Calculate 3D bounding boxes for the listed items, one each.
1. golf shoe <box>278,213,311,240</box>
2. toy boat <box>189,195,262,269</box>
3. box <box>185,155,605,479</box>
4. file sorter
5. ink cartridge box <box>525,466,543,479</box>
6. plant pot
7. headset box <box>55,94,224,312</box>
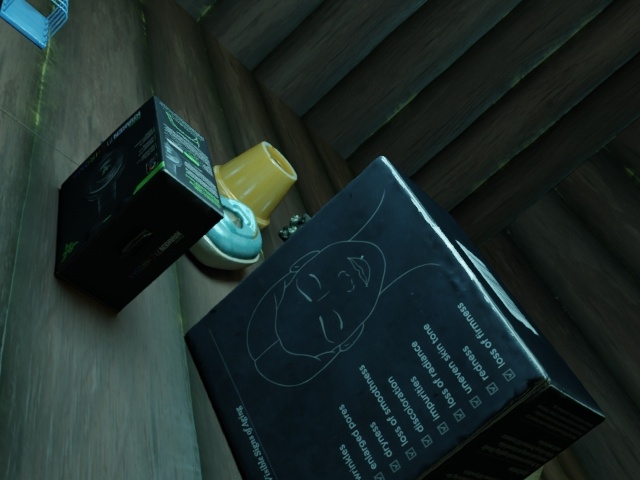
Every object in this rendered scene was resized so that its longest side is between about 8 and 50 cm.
[{"bbox_3d":[0.000,0.000,2.209,0.120,0.105,0.273,55,-18,-23],"label":"golf shoe"},{"bbox_3d":[-0.156,0.017,1.759,0.318,0.148,0.267,50,14,5],"label":"toy boat"},{"bbox_3d":[0.100,0.215,1.334,0.297,0.472,0.480,33,21,-51],"label":"box"},{"bbox_3d":[-0.642,-0.537,1.854,0.118,0.104,0.170,39,18,-34],"label":"file sorter"},{"bbox_3d":[0.392,0.559,1.787,0.100,0.237,0.172,15,-8,35],"label":"ink cartridge box"},{"bbox_3d":[-0.169,-0.141,2.058,0.205,0.188,0.205,45,14,-15],"label":"plant pot"},{"bbox_3d":[-0.298,-0.058,1.330,0.131,0.246,0.283,40,17,-34],"label":"headset box"}]
